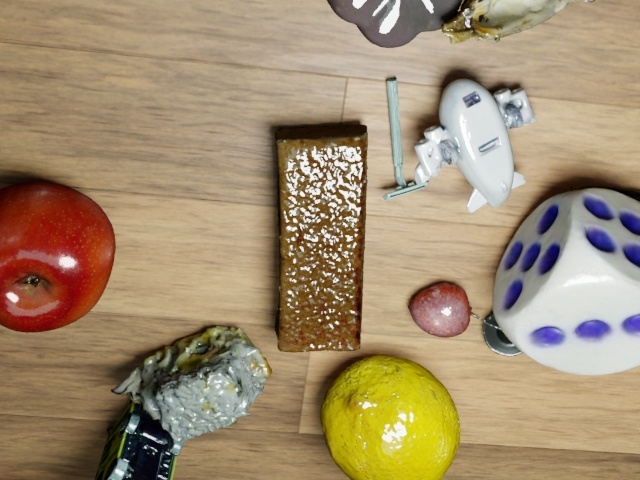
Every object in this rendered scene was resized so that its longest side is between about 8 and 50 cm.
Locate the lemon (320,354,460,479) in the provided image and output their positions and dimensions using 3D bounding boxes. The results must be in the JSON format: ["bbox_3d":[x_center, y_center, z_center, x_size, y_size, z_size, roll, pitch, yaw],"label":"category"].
[{"bbox_3d":[0.135,0.354,1.664,0.258,0.257,0.310,-28,130,9],"label":"lemon"}]

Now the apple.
[{"bbox_3d":[-0.475,0.029,1.491,0.261,0.216,0.260,-3,117,-6],"label":"apple"}]

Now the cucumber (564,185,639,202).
[{"bbox_3d":[0.572,-0.053,1.601,0.266,0.077,0.077,14,113,-11],"label":"cucumber"}]

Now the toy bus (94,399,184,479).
[{"bbox_3d":[-0.351,0.433,1.667,0.128,0.262,0.150,31,116,-16],"label":"toy bus"}]

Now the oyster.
[{"bbox_3d":[0.327,-0.400,1.386,0.345,0.078,0.128,-30,134,-13],"label":"oyster"}]

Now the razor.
[{"bbox_3d":[0.134,-0.180,1.538,0.084,0.036,0.211,-18,111,-22],"label":"razor"}]

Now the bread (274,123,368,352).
[{"bbox_3d":[0.000,0.000,1.566,0.165,0.113,0.416,0,114,-5],"label":"bread"}]

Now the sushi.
[{"bbox_3d":[-0.229,0.264,1.632,0.274,0.184,0.139,-21,113,7],"label":"sushi"}]

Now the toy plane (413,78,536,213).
[{"bbox_3d":[0.268,-0.164,1.511,0.245,0.117,0.244,-5,107,-17],"label":"toy plane"}]

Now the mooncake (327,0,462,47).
[{"bbox_3d":[0.113,-0.426,1.368,0.245,0.133,0.244,-4,122,-7],"label":"mooncake"}]

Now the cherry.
[{"bbox_3d":[0.275,0.132,1.648,0.226,0.090,0.106,1,106,10],"label":"cherry"}]

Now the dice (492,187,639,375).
[{"bbox_3d":[0.468,0.072,1.527,0.259,0.243,0.251,23,134,-11],"label":"dice"}]

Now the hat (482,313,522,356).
[{"bbox_3d":[0.371,0.164,1.701,0.121,0.050,0.121,1,119,1],"label":"hat"}]
